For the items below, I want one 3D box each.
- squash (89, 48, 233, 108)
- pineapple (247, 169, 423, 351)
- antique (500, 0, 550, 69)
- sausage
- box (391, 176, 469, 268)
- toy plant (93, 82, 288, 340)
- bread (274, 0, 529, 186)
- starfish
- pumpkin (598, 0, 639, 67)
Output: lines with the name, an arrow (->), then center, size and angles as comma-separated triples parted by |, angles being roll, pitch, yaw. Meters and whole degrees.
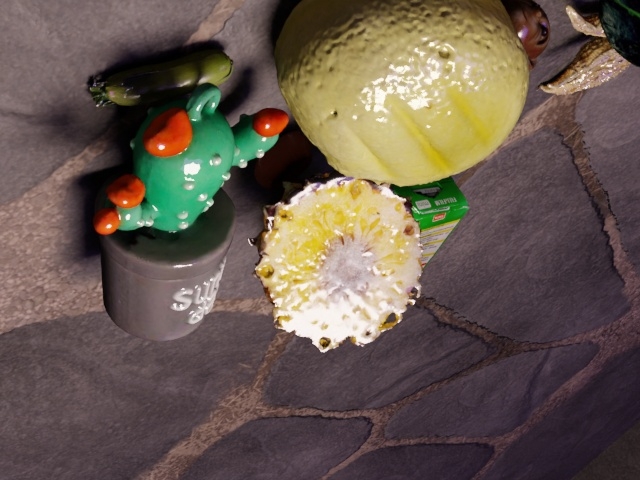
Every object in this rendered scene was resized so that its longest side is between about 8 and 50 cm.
squash -> -0.191, -0.197, 1.582 | 0.183, 0.052, 0.052 | -15, 147, -19
pineapple -> 0.000, 0.000, 1.874 | 0.262, 0.271, 0.263 | -2, 102, -12
antique -> 0.242, -0.244, 1.828 | 0.143, 0.121, 0.257 | -23, 151, -26
sausage -> -0.052, -0.113, 1.824 | 0.094, 0.054, 0.059 | -39, 155, 15
box -> 0.106, -0.002, 2.064 | 0.180, 0.103, 0.250 | -13, 149, -45
toy plant -> -0.185, -0.050, 1.668 | 0.279, 0.185, 0.400 | -11, 142, -23
bread -> 0.105, -0.211, 1.632 | 0.320, 0.237, 0.320 | -18, 141, -15
starfish -> 0.462, -0.297, 1.981 | 0.293, 0.084, 0.301 | -20, 145, -10
pumpkin -> 0.501, -0.362, 1.688 | 0.315, 0.238, 0.315 | -58, 161, -33
